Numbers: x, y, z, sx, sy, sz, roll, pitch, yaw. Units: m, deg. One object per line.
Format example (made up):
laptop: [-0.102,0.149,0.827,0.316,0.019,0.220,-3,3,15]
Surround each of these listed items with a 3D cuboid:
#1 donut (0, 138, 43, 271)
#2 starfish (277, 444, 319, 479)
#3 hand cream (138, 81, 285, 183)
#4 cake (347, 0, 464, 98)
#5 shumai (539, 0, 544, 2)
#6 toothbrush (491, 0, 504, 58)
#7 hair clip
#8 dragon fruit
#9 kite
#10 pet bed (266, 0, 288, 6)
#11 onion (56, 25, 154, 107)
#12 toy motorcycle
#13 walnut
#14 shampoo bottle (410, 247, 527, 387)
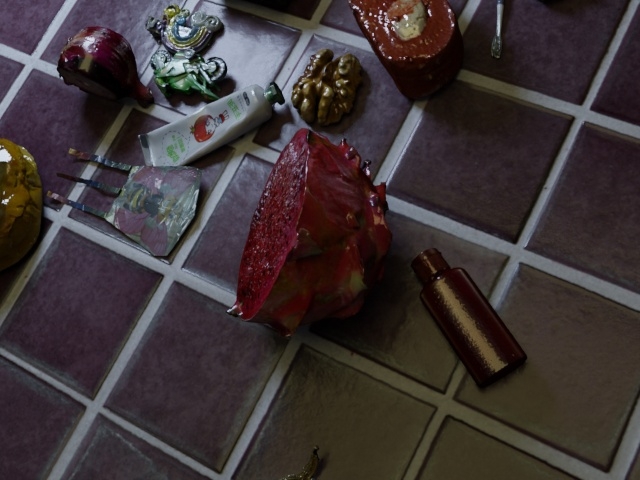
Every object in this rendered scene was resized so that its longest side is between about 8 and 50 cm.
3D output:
donut: [-0.752,-0.091,1.806,0.330,0.160,0.329,-2,67,6]
starfish: [-0.023,0.425,1.478,0.133,0.041,0.130,20,82,19]
hand cream: [-0.234,-0.241,1.783,0.336,0.076,0.121,-25,66,12]
cake: [0.181,-0.436,1.692,0.177,0.151,0.282,-30,61,7]
shumai: [0.466,-0.525,1.686,0.081,0.083,0.082,-15,104,30]
toothbrush: [0.374,-0.506,1.734,0.024,0.026,0.287,3,70,18]
hair clip: [-0.313,-0.472,1.899,0.172,0.049,0.116,16,88,11]
dragon fruit: [0.000,0.000,1.491,0.249,0.386,0.370,17,100,-16]
kite: [-0.418,-0.103,1.793,0.361,0.022,0.204,20,83,21]
pet bed: [-0.159,-0.604,1.827,0.211,0.183,0.159,19,74,21]
onion: [-0.459,-0.376,1.841,0.218,0.195,0.139,25,75,-13]
toy motorcycle: [-0.297,-0.363,1.837,0.190,0.074,0.106,12,83,18]
walnut: [0.009,-0.325,1.741,0.143,0.069,0.170,16,77,18]
shampoo bottle: [0.254,0.130,1.503,0.102,0.064,0.260,-33,65,1]
